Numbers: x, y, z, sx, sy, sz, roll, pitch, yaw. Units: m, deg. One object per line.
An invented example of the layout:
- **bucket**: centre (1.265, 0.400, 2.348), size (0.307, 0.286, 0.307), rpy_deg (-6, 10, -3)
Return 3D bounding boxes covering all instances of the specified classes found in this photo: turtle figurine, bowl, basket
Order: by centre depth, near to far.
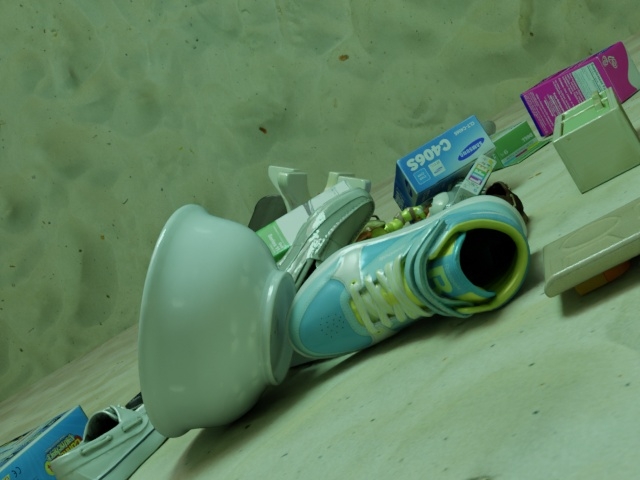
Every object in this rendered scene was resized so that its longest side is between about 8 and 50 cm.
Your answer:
- **bowl**: centre (-0.109, 0.103, 1.154), size (0.134, 0.297, 0.298), rpy_deg (3, 14, 12)
- **turtle figurine**: centre (0.079, 0.009, 1.659), size (0.269, 0.087, 0.217), rpy_deg (-42, 2, -11)
- **basket**: centre (-0.104, 0.028, 2.122), size (0.154, 0.204, 0.227), rpy_deg (-37, 12, 31)

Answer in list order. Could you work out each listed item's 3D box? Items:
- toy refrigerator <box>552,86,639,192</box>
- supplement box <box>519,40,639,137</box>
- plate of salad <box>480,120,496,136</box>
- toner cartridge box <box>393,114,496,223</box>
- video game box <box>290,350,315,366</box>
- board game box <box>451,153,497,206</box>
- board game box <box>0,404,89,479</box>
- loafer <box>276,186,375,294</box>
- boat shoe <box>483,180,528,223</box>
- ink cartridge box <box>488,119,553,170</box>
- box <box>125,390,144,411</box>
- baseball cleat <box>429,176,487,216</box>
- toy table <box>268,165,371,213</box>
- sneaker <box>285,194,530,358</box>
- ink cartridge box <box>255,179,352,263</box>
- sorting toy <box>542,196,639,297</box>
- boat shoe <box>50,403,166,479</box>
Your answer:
- **toy refrigerator**: centre (0.412, -0.160, 1.384), size (0.102, 0.094, 0.269), rpy_deg (-29, 5, 21)
- **supplement box**: centre (0.556, -0.320, 1.973), size (0.111, 0.113, 0.220), rpy_deg (-34, 8, -37)
- **plate of salad**: centre (0.325, -0.206, 2.142), size (0.200, 0.048, 0.199), rpy_deg (-33, -25, -17)
- **toner cartridge box**: centre (0.228, -0.126, 1.771), size (0.165, 0.075, 0.348), rpy_deg (-32, -8, 0)
- **video game box**: centre (0.023, 0.109, 1.304), size (0.187, 0.048, 0.205), rpy_deg (-32, 5, -40)
- **board game box**: centre (0.192, -0.034, 1.289), size (0.103, 0.026, 0.154), rpy_deg (-52, -14, -51)
- **board game box**: centre (-0.526, 0.403, 1.396), size (0.302, 0.086, 0.308), rpy_deg (-29, 6, 21)
- **loafer**: centre (-0.006, 0.046, 1.523), size (0.319, 0.111, 0.112), rpy_deg (-50, -30, -15)
- **boat shoe**: centre (0.237, -0.028, 1.261), size (0.073, 0.073, 0.207), rpy_deg (-25, 8, 19)
- **ink cartridge box**: centre (0.396, -0.201, 2.003), size (0.109, 0.062, 0.209), rpy_deg (-33, 6, -20)
- **box**: centre (-0.267, 0.252, 1.664), size (0.116, 0.029, 0.162), rpy_deg (-29, 7, 22)
- **baseball cleat**: centre (0.260, -0.066, 1.589), size (0.110, 0.072, 0.206), rpy_deg (-5, 15, 26)
- **toy table**: centre (-0.011, -0.068, 1.986), size (0.252, 0.160, 0.274), rpy_deg (10, 9, 22)
- **sneaker**: centre (0.093, 0.051, 1.046), size (0.319, 0.127, 0.208), rpy_deg (-31, 4, 7)
- **ink cartridge box**: centre (0.000, 0.000, 1.807), size (0.208, 0.153, 0.087), rpy_deg (-32, 48, -1)
- **sorting toy**: centre (0.309, -0.008, 0.902), size (0.193, 0.038, 0.208), rpy_deg (-29, 1, 17)
- **boat shoe**: centre (-0.284, 0.271, 1.273), size (0.096, 0.088, 0.267), rpy_deg (-29, 6, 24)
